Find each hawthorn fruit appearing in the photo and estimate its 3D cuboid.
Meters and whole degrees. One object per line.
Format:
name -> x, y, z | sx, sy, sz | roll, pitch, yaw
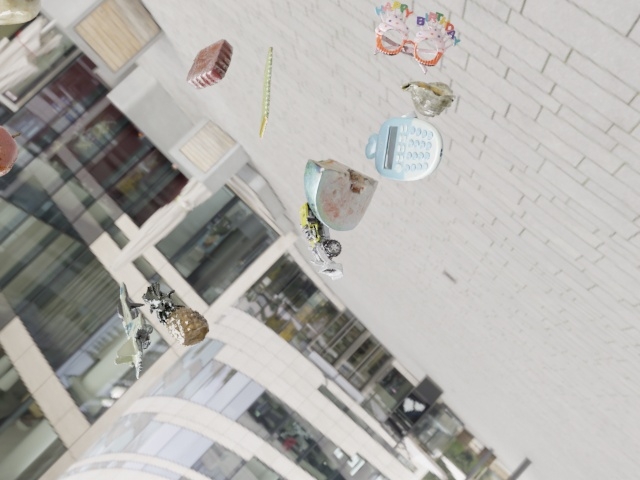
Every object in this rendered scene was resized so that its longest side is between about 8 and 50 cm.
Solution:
hawthorn fruit -> -1.183, -0.339, 1.912 | 0.197, 0.225, 0.196 | 18, 135, 19

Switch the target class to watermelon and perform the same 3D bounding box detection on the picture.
watermelon -> 0.033, -0.151, 1.647 | 0.322, 0.188, 0.175 | 14, -164, -47

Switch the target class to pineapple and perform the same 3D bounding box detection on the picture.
pineapple -> -0.443, 0.217, 1.574 | 0.237, 0.119, 0.111 | 37, -161, 23

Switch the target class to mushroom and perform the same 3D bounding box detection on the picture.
mushroom -> -0.760, -0.587, 1.256 | 0.166, 0.166, 0.127 | -176, 69, -81

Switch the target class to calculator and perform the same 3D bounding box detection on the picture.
calculator -> 0.246, -0.275, 1.587 | 0.042, 0.188, 0.303 | -1, -167, -36

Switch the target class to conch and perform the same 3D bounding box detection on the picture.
conch -> 0.356, -0.470, 1.698 | 0.207, 0.129, 0.155 | 18, 170, -32

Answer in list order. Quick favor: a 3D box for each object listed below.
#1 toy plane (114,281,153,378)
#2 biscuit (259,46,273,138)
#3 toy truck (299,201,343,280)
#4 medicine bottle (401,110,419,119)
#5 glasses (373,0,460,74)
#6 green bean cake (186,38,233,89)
toy plane -> -0.471, 0.211, 1.339 | 0.088, 0.192, 0.261 | 5, -132, -24
biscuit -> -0.155, -0.421, 1.503 | 0.016, 0.231, 0.139 | 6, 164, -11
toy truck -> 0.000, 0.000, 1.813 | 0.136, 0.111, 0.285 | 142, 117, -68
medicine bottle -> 0.400, -0.441, 2.201 | 0.183, 0.086, 0.086 | 61, 175, 2
glasses -> 0.261, -0.572, 1.482 | 0.256, 0.162, 0.095 | 16, -179, -4
green bean cake -> -0.324, -0.517, 1.559 | 0.135, 0.135, 0.056 | -4, 151, 38
